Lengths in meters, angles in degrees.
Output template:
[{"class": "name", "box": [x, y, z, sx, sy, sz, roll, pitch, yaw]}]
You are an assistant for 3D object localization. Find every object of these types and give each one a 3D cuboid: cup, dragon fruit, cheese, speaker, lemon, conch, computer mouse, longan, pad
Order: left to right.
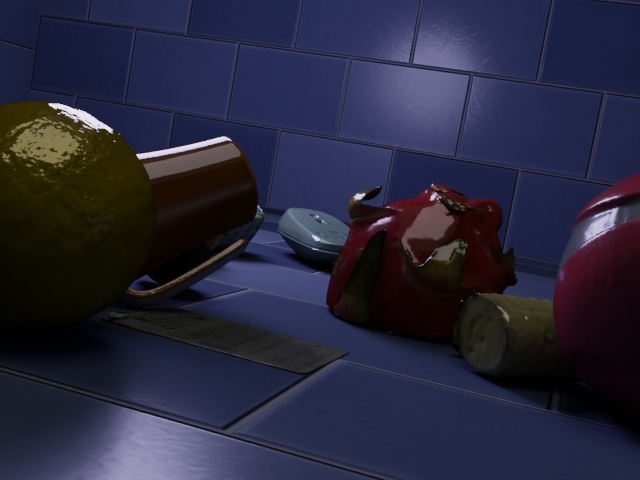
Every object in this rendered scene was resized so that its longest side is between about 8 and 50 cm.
[{"class": "lemon", "box": [-0.302, -0.016, 0.845, 0.240, 0.241, 0.219, 12, 29, 18]}, {"class": "cup", "box": [-0.216, -0.030, 1.131, 0.263, 0.182, 0.226, -21, 65, -25]}, {"class": "longan", "box": [-0.227, 0.025, 1.253, 0.119, 0.106, 0.106, -11, -3, 22]}, {"class": "conch", "box": [-0.217, -0.040, 1.770, 0.199, 0.131, 0.172, 1, 34, -32]}, {"class": "pad", "box": [-0.110, 0.112, 0.995, 0.265, 0.009, 0.159, 12, 5, 19]}, {"class": "computer mouse", "box": [-0.002, 0.006, 1.870, 0.159, 0.097, 0.288, 9, 16, -26]}, {"class": "dragon fruit", "box": [0.163, 0.023, 1.305, 0.305, 0.226, 0.305, 12, 7, -1]}, {"class": "cheese", "box": [0.268, 0.126, 1.056, 0.167, 0.094, 0.123, 7, 24, -26]}, {"class": "speaker", "box": [0.407, 0.058, 0.933, 0.294, 0.294, 0.294, 10, 5, -1]}]

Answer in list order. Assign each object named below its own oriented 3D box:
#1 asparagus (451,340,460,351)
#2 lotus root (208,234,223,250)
[{"class": "asparagus", "box": [0.256, 0.153, 1.125, 0.165, 0.030, 0.036, 11, 29, -9]}, {"class": "lotus root", "box": [-0.266, -0.035, 1.582, 0.154, 0.140, 0.257, 38, -12, -16]}]
